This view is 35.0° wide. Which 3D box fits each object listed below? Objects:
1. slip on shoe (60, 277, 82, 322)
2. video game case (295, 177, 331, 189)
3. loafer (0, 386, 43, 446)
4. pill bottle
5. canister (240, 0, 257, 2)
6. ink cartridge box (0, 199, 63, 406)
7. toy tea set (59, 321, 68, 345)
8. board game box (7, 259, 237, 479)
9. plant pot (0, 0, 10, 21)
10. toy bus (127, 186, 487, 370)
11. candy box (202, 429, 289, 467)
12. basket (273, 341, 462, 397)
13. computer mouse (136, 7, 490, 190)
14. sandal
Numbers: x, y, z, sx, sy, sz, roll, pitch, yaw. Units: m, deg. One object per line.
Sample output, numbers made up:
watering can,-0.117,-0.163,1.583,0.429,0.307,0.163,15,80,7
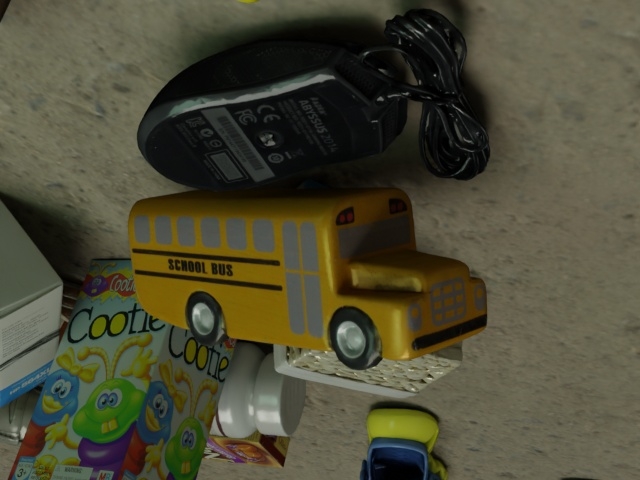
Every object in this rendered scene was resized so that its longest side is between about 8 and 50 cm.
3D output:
slip on shoe,-0.317,0.072,1.251,0.135,0.051,0.041,21,-170,-28
video game case,0.000,0.000,1.015,0.119,0.015,0.166,24,149,-18
loafer,-0.476,0.267,1.592,0.111,0.112,0.319,-18,145,36
pill bottle,-0.137,0.184,1.281,0.221,0.121,0.121,3,149,18
canister,-0.015,-0.221,0.586,0.170,0.073,0.126,-18,138,41
ink cartridge box,-0.359,0.067,1.119,0.148,0.086,0.203,48,145,18
toy tea set,-0.448,0.131,1.319,0.336,0.124,0.200,4,149,17
board game box,-0.210,0.173,1.136,0.144,0.275,0.142,-1,147,26
plant pot,-0.277,-0.196,0.641,0.230,0.215,0.215,-32,128,33
toy bus,-0.023,0.023,0.864,0.333,0.130,0.108,2,-171,45
candy box,-0.153,0.299,1.556,0.187,0.053,0.109,2,149,23
basket,0.049,0.080,1.005,0.167,0.113,0.103,15,150,-29
computer mouse,-0.011,-0.106,0.794,0.272,0.072,0.188,-8,147,16
sandal,0.111,0.353,1.452,0.126,0.138,0.317,3,150,15
